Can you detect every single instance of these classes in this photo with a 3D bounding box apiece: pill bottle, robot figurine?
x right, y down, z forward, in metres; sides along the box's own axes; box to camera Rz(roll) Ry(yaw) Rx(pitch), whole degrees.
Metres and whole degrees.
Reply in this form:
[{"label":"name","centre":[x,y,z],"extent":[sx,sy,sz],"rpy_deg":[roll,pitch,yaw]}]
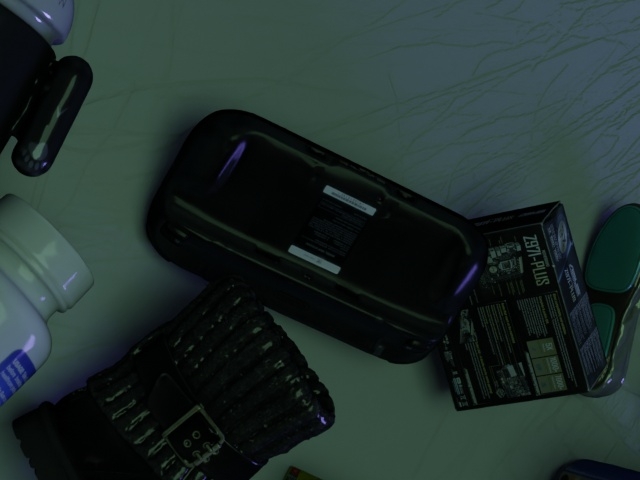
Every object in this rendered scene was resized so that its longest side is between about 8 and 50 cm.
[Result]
[{"label":"pill bottle","centre":[-0.329,0.090,1.420],"extent":[0.272,0.152,0.152],"rpy_deg":[-45,110,-17]},{"label":"robot figurine","centre":[-0.325,-0.147,1.400],"extent":[0.209,0.173,0.278],"rpy_deg":[35,78,-34]}]

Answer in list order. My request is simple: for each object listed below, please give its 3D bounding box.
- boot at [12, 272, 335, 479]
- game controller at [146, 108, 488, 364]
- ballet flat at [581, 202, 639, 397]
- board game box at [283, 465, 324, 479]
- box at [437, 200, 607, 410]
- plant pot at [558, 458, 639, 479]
[{"label":"boot","centre":[-0.087,0.231,1.488],"extent":[0.260,0.131,0.348],"rpy_deg":[-31,91,-3]},{"label":"game controller","centre":[0.000,0.000,1.577],"extent":[0.319,0.067,0.166],"rpy_deg":[25,103,-15]},{"label":"ballet flat","centre":[0.316,0.066,1.779],"extent":[0.068,0.072,0.213],"rpy_deg":[22,84,-52]},{"label":"board game box","centre":[0.050,0.288,1.643],"extent":[0.181,0.092,0.043],"rpy_deg":[31,81,-23]},{"label":"box","centre":[0.188,0.067,1.658],"extent":[0.077,0.147,0.180],"rpy_deg":[-38,112,-60]},{"label":"plant pot","centre":[0.345,0.355,1.717],"extent":[0.212,0.236,0.236],"rpy_deg":[22,84,-18]}]
